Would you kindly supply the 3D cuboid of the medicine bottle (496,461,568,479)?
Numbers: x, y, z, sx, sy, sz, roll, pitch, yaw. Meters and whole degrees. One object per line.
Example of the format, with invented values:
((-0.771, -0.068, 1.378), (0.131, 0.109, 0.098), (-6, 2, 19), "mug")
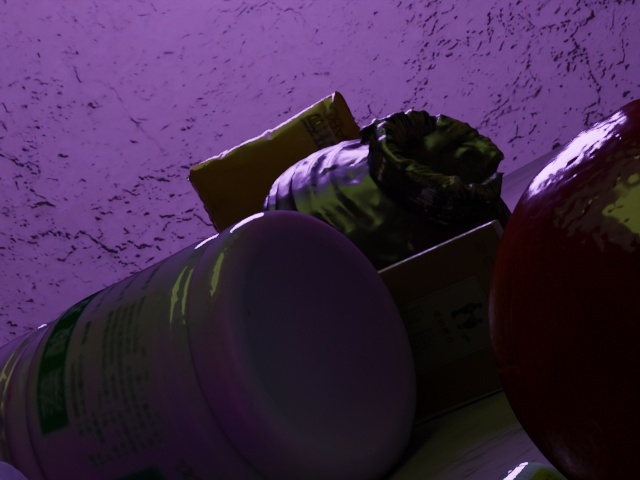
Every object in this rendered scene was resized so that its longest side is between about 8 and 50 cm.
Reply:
((0.086, 0.140, 0.756), (0.047, 0.047, 0.083), (-26, 4, 37), "medicine bottle")

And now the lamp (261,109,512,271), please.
((0.065, 0.009, 1.356), (0.247, 0.247, 0.247), (-29, 3, 2), "lamp")

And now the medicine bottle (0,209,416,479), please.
((-0.111, 0.126, 1.222), (0.325, 0.212, 0.212), (-25, 5, 38), "medicine bottle")

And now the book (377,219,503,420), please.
((0.086, 0.067, 1.220), (0.172, 0.118, 0.012), (-24, 7, 32), "book")

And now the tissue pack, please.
((0.000, 0.000, 1.739), (0.192, 0.271, 0.134), (-29, -1, -2), "tissue pack")

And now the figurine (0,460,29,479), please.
((-0.297, 0.267, 1.034), (0.316, 0.206, 0.284), (-22, 9, 2), "figurine")

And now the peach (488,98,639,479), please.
((0.157, 0.030, 0.681), (0.197, 0.197, 0.197), (-29, 3, 2), "peach")
